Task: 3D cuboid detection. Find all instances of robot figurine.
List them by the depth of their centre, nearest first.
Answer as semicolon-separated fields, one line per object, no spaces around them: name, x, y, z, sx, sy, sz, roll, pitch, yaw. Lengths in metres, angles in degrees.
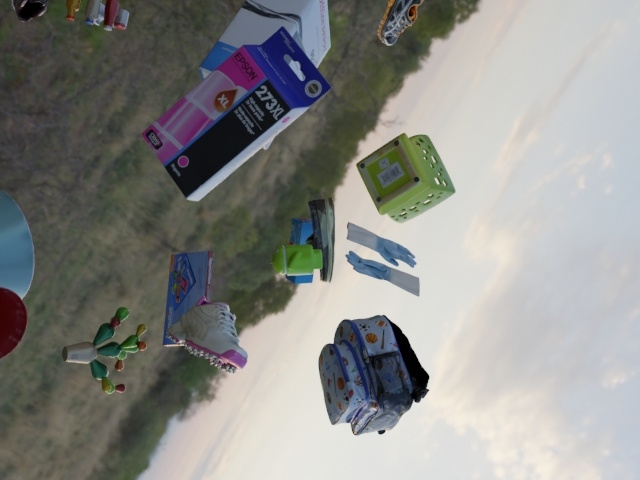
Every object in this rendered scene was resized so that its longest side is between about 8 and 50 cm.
robot figurine;-0.054;0.042;1.610;0.101;0.115;0.067;-105;-167;-80

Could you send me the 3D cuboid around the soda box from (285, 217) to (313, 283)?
soda box;-0.059;0.033;2.421;0.067;0.071;0.210;26;-67;54

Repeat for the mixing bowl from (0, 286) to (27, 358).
mixing bowl;-0.776;0.180;1.679;0.181;0.098;0.181;-19;117;-44

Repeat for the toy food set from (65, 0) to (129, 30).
toy food set;-0.681;-0.691;2.285;0.232;0.111;0.104;27;72;-71

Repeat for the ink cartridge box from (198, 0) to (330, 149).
ink cartridge box;-0.134;-0.492;1.967;0.394;0.166;0.285;-61;166;-20

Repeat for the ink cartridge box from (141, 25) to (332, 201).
ink cartridge box;-0.174;-0.261;1.503;0.371;0.175;0.069;-38;169;8

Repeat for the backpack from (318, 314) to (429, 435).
backpack;0.107;0.321;1.803;0.276;0.213;0.263;120;-32;-52

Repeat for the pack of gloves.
pack of gloves;0.167;0.062;2.070;0.195;0.232;0.046;-81;-162;-51

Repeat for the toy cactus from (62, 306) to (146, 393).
toy cactus;-0.498;0.263;1.701;0.112;0.181;0.218;40;-62;43

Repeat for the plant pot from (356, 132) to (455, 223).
plant pot;0.260;-0.202;2.345;0.228;0.227;0.207;-31;164;26

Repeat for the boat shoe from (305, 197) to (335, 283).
boat shoe;0.000;0.000;1.834;0.080;0.074;0.223;-84;175;-68

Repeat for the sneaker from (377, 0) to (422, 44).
sneaker;0.218;-0.606;2.010;0.084;0.083;0.215;-52;170;-27

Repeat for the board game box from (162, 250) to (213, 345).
board game box;-0.397;0.174;2.210;0.027;0.145;0.281;32;57;-59

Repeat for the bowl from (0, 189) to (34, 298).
bowl;-0.887;0.029;1.872;0.163;0.311;0.311;-16;144;-53

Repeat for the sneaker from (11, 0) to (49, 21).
sneaker;-0.739;-0.704;2.010;0.281;0.106;0.162;-49;-144;17

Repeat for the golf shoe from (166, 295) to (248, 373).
golf shoe;-0.238;0.201;1.648;0.306;0.115;0.140;13;-115;55
